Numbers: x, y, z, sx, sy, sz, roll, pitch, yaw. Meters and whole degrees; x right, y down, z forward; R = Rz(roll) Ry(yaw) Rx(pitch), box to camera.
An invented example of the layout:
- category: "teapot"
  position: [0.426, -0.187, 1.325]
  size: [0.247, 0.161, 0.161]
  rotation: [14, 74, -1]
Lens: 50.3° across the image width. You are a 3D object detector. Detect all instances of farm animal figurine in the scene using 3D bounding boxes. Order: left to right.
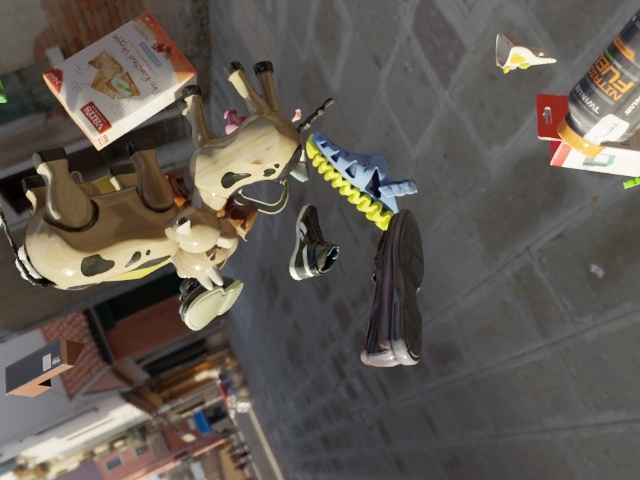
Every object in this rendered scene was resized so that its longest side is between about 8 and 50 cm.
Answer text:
- category: "farm animal figurine"
  position: [-0.165, -0.027, 0.732]
  size: [0.172, 0.327, 0.330]
  rotation: [69, 159, 9]

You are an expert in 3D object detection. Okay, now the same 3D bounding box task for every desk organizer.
- category: "desk organizer"
  position: [-0.430, 0.200, 1.068]
  size: [0.050, 0.130, 0.047]
  rotation: [30, -142, -54]

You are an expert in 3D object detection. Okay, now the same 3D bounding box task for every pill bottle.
- category: "pill bottle"
  position: [0.505, -0.255, 1.133]
  size: [0.130, 0.130, 0.245]
  rotation: [58, 134, 30]

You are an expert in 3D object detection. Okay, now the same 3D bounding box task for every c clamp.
- category: "c clamp"
  position: [-0.143, -0.138, 1.630]
  size: [0.161, 0.137, 0.022]
  rotation: [23, 168, 13]

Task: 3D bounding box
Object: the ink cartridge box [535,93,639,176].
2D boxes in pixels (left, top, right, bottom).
- category: "ink cartridge box"
  position: [0.551, -0.220, 1.407]
  size: [0.078, 0.231, 0.134]
  rotation: [96, -177, -56]

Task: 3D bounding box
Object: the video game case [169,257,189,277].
- category: "video game case"
  position: [-0.263, 0.002, 1.254]
  size: [0.087, 0.011, 0.122]
  rotation: [39, 139, 24]

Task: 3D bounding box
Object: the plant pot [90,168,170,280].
- category: "plant pot"
  position: [-0.453, -0.022, 1.430]
  size: [0.212, 0.187, 0.212]
  rotation: [-23, 83, 49]

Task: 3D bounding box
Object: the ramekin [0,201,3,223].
- category: "ramekin"
  position: [-0.495, -0.040, 0.746]
  size: [0.135, 0.277, 0.277]
  rotation: [66, 166, 3]

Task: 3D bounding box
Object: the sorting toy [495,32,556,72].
- category: "sorting toy"
  position: [0.303, -0.272, 1.000]
  size: [0.083, 0.075, 0.045]
  rotation: [-92, 4, -60]

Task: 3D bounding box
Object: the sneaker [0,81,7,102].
- category: "sneaker"
  position: [-0.898, -0.302, 1.685]
  size: [0.109, 0.295, 0.123]
  rotation: [12, 143, 44]

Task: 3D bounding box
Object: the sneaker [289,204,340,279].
- category: "sneaker"
  position: [0.000, 0.000, 1.762]
  size: [0.079, 0.121, 0.217]
  rotation: [45, -134, -48]

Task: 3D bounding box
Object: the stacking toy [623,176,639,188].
- category: "stacking toy"
  position: [0.792, -0.235, 1.599]
  size: [0.221, 0.052, 0.167]
  rotation: [-24, 80, 36]

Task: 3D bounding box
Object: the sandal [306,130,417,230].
- category: "sandal"
  position: [0.103, -0.151, 1.580]
  size: [0.317, 0.138, 0.126]
  rotation: [40, -179, -17]

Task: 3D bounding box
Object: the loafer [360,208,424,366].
- category: "loafer"
  position: [0.117, 0.074, 1.165]
  size: [0.109, 0.095, 0.302]
  rotation: [48, -143, -41]

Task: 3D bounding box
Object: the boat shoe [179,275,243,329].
- category: "boat shoe"
  position: [-0.307, 0.137, 1.769]
  size: [0.113, 0.127, 0.340]
  rotation: [30, -165, 8]

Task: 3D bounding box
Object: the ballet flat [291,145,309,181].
- category: "ballet flat"
  position: [-0.075, -0.176, 1.348]
  size: [0.203, 0.074, 0.074]
  rotation: [23, -155, -48]

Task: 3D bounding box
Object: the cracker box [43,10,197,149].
- category: "cracker box"
  position: [-0.369, -0.300, 1.274]
  size: [0.155, 0.232, 0.067]
  rotation: [51, 165, 4]
